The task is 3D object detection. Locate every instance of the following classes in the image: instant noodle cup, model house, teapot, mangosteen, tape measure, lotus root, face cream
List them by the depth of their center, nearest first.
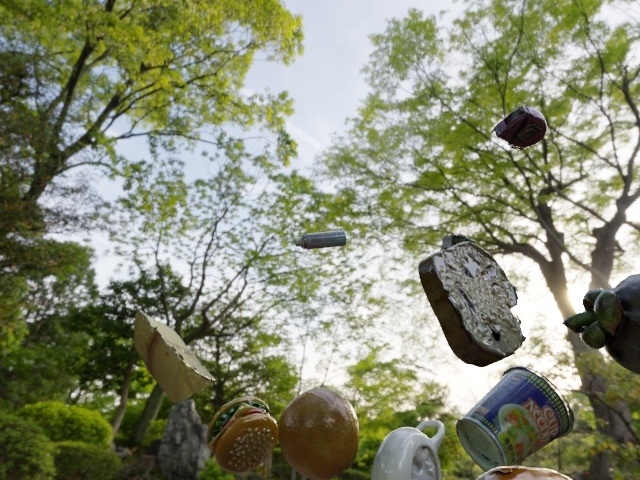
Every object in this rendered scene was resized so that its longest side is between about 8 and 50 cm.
[{"bbox_3d":[0.140,0.368,0.650,0.092,0.226,0.145,-15,-74,36],"label":"teapot"},{"bbox_3d":[0.902,0.233,1.148,0.311,0.311,0.311,2,-30,1],"label":"mangosteen"},{"bbox_3d":[0.438,0.168,1.194,0.375,0.390,0.111,39,-46,-16],"label":"lotus root"},{"bbox_3d":[0.588,-0.324,1.198,0.118,0.074,0.125,24,-43,-18],"label":"tape measure"},{"bbox_3d":[0.648,0.629,1.420,0.312,0.284,0.284,-21,-21,-26],"label":"instant noodle cup"},{"bbox_3d":[0.498,0.040,1.500,0.100,0.100,0.087,21,-13,-28],"label":"model house"},{"bbox_3d":[0.000,0.000,1.857,0.229,0.075,0.075,-5,-28,-15],"label":"face cream"}]

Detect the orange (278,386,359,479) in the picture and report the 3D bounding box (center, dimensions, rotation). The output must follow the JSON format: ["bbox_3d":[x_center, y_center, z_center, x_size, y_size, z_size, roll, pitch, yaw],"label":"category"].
[{"bbox_3d":[-0.002,0.624,1.333,0.274,0.274,0.274,2,-30,1],"label":"orange"}]

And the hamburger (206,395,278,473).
[{"bbox_3d":[-0.173,0.436,0.927,0.162,0.162,0.115,28,-1,-37],"label":"hamburger"}]

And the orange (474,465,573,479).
[{"bbox_3d":[0.313,0.457,0.585,0.246,0.246,0.246,2,-30,1],"label":"orange"}]

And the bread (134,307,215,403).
[{"bbox_3d":[-0.394,0.286,1.114,0.135,0.240,0.178,-22,-39,-44],"label":"bread"}]
